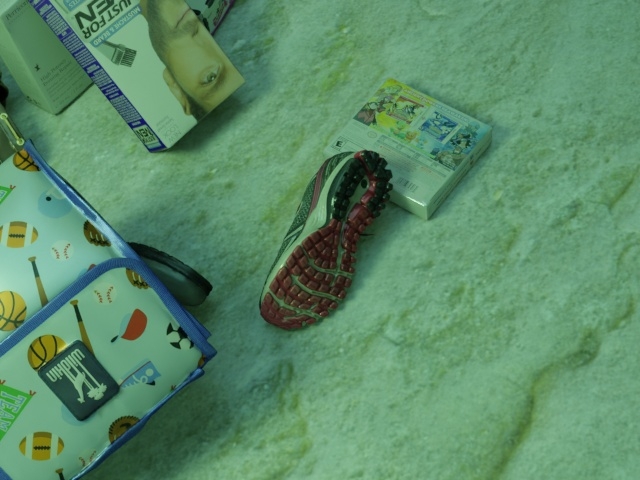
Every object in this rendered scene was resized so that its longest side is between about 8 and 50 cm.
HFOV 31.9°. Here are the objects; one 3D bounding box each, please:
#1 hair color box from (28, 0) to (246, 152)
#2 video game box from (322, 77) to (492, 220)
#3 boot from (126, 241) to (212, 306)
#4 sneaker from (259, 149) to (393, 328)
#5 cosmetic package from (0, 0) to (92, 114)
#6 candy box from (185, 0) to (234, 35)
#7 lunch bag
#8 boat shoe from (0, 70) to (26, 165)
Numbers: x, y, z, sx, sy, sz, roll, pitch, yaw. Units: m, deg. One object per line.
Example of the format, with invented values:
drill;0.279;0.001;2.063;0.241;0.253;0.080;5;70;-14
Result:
hair color box;-0.301;-0.331;1.815;0.185;0.339;0.110;-44;19;-19
video game box;0.139;-0.150;1.786;0.205;0.048;0.187;31;68;25
boot;-0.339;0.114;1.662;0.338;0.118;0.223;10;65;23
sneaker;0.000;0.000;1.681;0.112;0.121;0.299;7;60;55
cosmetic package;-0.479;-0.338;1.892;0.085;0.231;0.117;27;65;30
candy box;-0.272;-0.469;2.046;0.233;0.071;0.159;18;62;20
lunch bag;-0.372;0.116;1.486;0.328;0.239;0.385;-41;74;-9
boat shoe;-0.579;-0.239;1.918;0.096;0.116;0.324;-22;60;-12
